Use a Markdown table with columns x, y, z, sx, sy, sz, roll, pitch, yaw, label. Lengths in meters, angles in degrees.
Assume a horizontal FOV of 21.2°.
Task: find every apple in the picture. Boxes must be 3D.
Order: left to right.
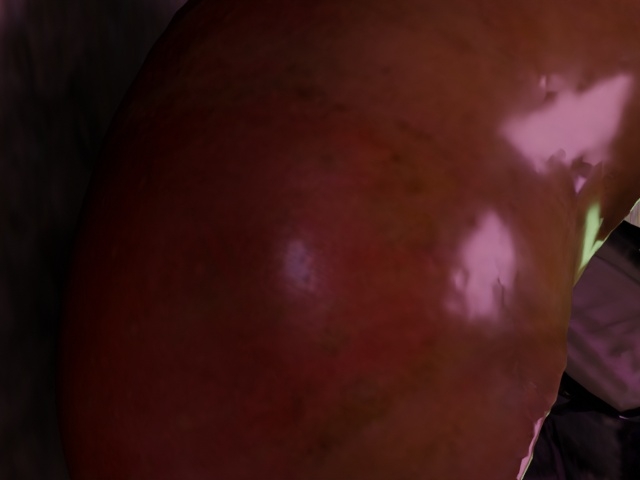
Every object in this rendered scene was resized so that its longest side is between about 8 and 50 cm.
| x | y | z | sx | sy | sz | roll | pitch | yaw | label |
| --- | --- | --- | --- | --- | --- | --- | --- | --- | --- |
| 0.000 | 0.000 | 0.585 | 0.293 | 0.163 | 0.251 | -58 | -177 | -23 | apple |

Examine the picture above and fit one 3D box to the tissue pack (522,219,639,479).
| x | y | z | sx | sy | sz | roll | pitch | yaw | label |
| --- | --- | --- | --- | --- | --- | --- | --- | --- | --- |
| 0.134 | 0.162 | 0.932 | 0.259 | 0.122 | 0.361 | -135 | -150 | -56 | tissue pack |
